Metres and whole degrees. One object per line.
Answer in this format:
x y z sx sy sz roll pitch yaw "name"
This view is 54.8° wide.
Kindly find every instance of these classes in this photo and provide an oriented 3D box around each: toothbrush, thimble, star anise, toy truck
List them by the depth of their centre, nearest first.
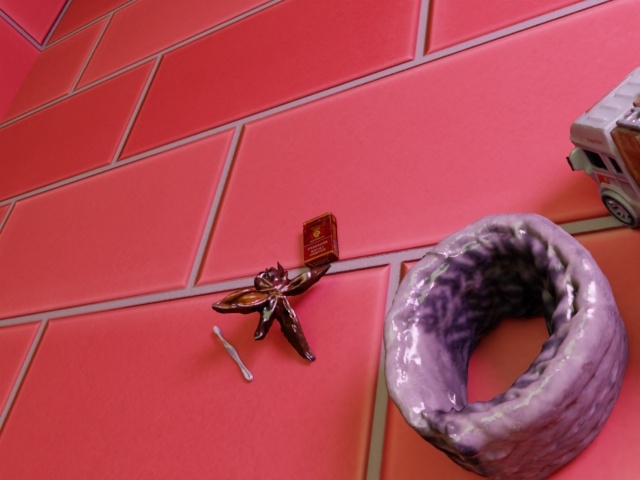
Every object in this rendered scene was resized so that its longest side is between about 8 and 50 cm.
0.362 -0.081 0.575 0.136 0.162 0.305 -41 19 4 "toy truck"
0.186 0.111 0.623 0.217 0.157 0.245 8 62 44 "thimble"
-0.069 0.092 0.902 0.144 0.158 0.140 121 169 -68 "star anise"
-0.132 0.168 0.926 0.011 0.013 0.131 -53 43 6 "toothbrush"

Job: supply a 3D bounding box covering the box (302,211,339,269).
0.000 0.000 0.946 0.051 0.023 0.082 -22 47 22 "box"
